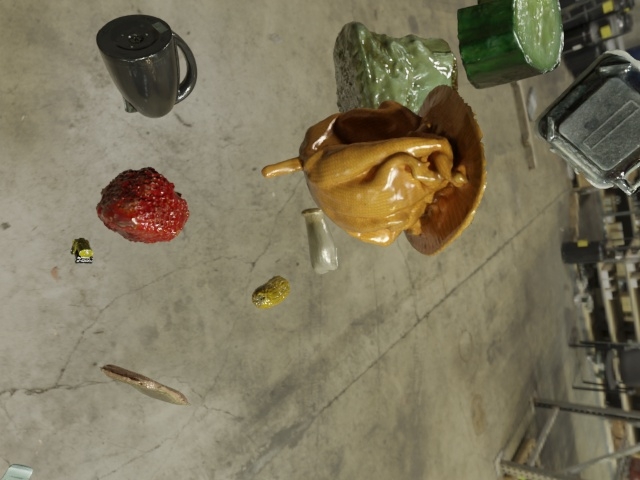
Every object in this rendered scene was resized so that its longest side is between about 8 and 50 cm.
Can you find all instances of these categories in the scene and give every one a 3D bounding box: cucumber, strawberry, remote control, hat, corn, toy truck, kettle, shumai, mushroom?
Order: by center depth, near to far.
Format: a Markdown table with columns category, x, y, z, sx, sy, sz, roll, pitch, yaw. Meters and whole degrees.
| category | x | y | z | sx | sy | sz | roll | pitch | yaw |
| --- | --- | --- | --- | --- | --- | --- | --- | --- | --- |
| hat | 0.041 | -0.083 | 0.578 | 0.233 | 0.244 | 0.233 | -1 | 115 | -10 |
| cucumber | 0.305 | -0.341 | 0.742 | 0.191 | 0.130 | 0.191 | 3 | 86 | -45 |
| remote control | -0.847 | 0.660 | 1.236 | 0.061 | 0.162 | 0.029 | 30 | 33 | -23 |
| shumai | 0.225 | -0.447 | 1.301 | 0.323 | 0.324 | 0.397 | -16 | 93 | -6 |
| strawberry | -0.547 | -0.086 | 1.361 | 0.261 | 0.261 | 0.258 | 46 | 42 | -32 |
| toy truck | -0.727 | 0.030 | 1.370 | 0.049 | 0.083 | 0.054 | 4 | 117 | -44 |
| kettle | -0.508 | -0.520 | 1.393 | 0.268 | 0.290 | 0.207 | -32 | 65 | -21 |
| mushroom | 0.000 | 0.006 | 1.527 | 0.108 | 0.096 | 0.247 | -79 | 157 | -75 |
| corn | -0.185 | 0.201 | 1.694 | 0.313 | 0.102 | 0.102 | -35 | 113 | -79 |

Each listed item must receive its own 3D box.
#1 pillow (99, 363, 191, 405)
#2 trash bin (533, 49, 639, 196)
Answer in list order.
| category | x | y | z | sx | sy | sz | roll | pitch | yaw |
| --- | --- | --- | --- | --- | --- | --- | --- | --- | --- |
| pillow | -0.370 | 0.311 | 0.957 | 0.211 | 0.135 | 0.034 | 70 | 38 | -57 |
| trash bin | 0.744 | -0.309 | 1.157 | 0.296 | 0.256 | 0.367 | 42 | 33 | 5 |
